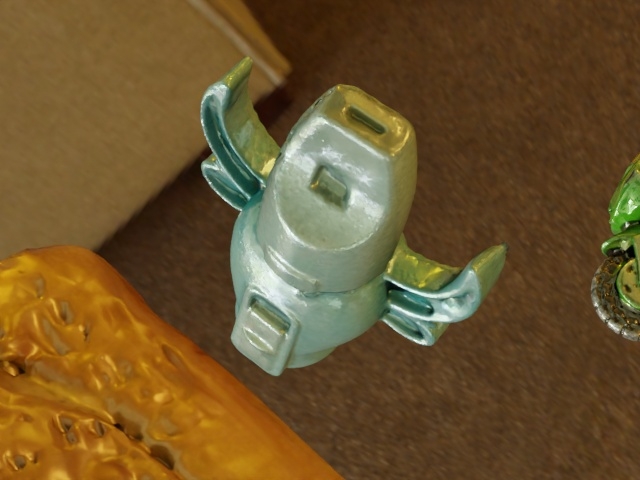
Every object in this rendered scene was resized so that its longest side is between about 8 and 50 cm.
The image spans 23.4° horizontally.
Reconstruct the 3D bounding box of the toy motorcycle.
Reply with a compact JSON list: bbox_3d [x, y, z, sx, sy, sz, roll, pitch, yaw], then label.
[{"bbox_3d":[0.214,-0.012,0.762,0.190,0.074,0.106,-16,60,-8],"label":"toy motorcycle"}]

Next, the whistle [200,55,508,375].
[{"bbox_3d":[0.000,0.000,0.858,0.186,0.274,0.093,37,63,8],"label":"whistle"}]

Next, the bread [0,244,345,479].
[{"bbox_3d":[-0.007,0.113,0.344,0.271,0.139,0.077,38,134,19],"label":"bread"}]
